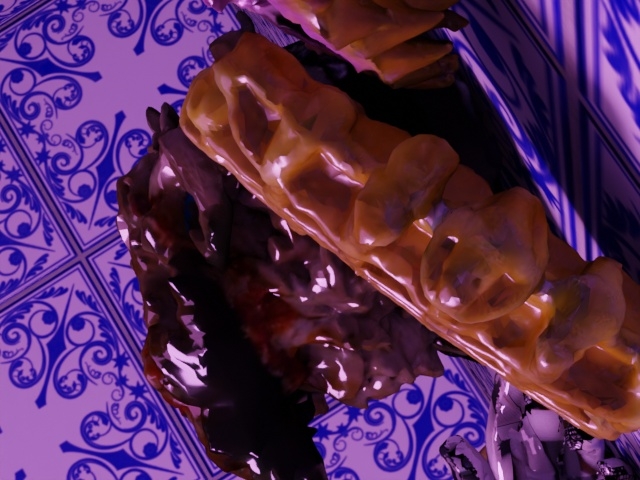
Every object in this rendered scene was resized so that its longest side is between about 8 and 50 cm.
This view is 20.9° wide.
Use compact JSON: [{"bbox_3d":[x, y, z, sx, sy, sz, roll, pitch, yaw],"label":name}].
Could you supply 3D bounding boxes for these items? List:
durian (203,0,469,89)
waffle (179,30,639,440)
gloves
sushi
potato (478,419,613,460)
[{"bbox_3d":[-0.037,-0.158,0.561,0.341,0.112,0.191,42,173,-38],"label":"durian"},{"bbox_3d":[0.039,-0.003,0.673,0.229,0.057,0.219,35,178,5],"label":"waffle"},{"bbox_3d":[0.166,0.185,1.253,0.111,0.127,0.212,17,-120,-72],"label":"gloves"},{"bbox_3d":[-0.005,0.003,0.916,0.238,0.218,0.225,57,176,-4],"label":"sushi"},{"bbox_3d":[0.184,0.213,1.388,0.176,0.137,0.137,54,-178,-44],"label":"potato"}]
